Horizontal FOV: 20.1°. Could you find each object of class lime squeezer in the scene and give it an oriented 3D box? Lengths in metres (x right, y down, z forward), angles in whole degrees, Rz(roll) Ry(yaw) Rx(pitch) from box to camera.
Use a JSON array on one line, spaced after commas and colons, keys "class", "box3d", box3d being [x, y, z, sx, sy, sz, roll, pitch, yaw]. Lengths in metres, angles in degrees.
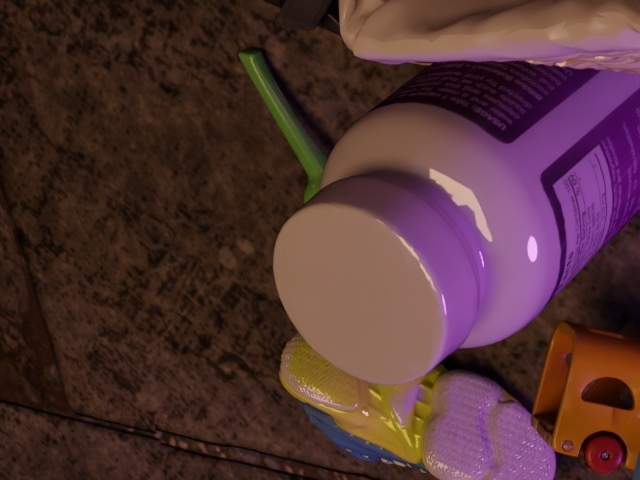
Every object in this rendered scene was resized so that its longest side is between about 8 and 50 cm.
[{"class": "lime squeezer", "box3d": [0.000, 0.000, 1.459, 0.110, 0.059, 0.310, 7, 122, 36]}]

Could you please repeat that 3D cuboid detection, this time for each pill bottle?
[{"class": "pill bottle", "box3d": [0.104, -0.034, 1.172, 0.169, 0.301, 0.169, 21, 128, 28]}]

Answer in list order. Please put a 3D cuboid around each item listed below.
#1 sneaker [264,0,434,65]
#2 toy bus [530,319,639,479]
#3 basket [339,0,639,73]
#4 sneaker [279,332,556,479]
[{"class": "sneaker", "box3d": [-0.034, -0.218, 1.296, 0.321, 0.127, 0.126, 37, 133, 12]}, {"class": "toy bus", "box3d": [0.253, 0.118, 1.289, 0.191, 0.202, 0.104, 17, 97, 39]}, {"class": "basket", "box3d": [0.207, -0.246, 0.898, 0.328, 0.266, 0.331, 0, 88, 40]}, {"class": "sneaker", "box3d": [0.080, 0.148, 1.488, 0.240, 0.091, 0.126, 29, 161, 10]}]
